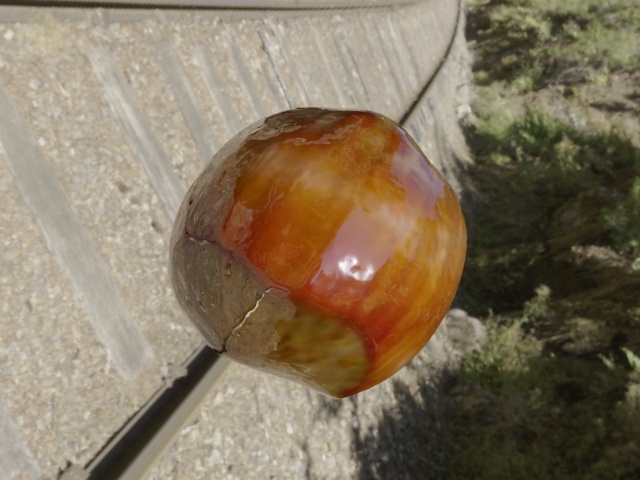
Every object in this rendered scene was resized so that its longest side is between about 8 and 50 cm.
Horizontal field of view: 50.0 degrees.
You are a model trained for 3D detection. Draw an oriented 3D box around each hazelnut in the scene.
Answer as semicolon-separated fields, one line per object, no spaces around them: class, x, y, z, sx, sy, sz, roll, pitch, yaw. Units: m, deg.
hazelnut;-0.005;0.007;0.851;0.365;0.366;0.365;55;24;-40
